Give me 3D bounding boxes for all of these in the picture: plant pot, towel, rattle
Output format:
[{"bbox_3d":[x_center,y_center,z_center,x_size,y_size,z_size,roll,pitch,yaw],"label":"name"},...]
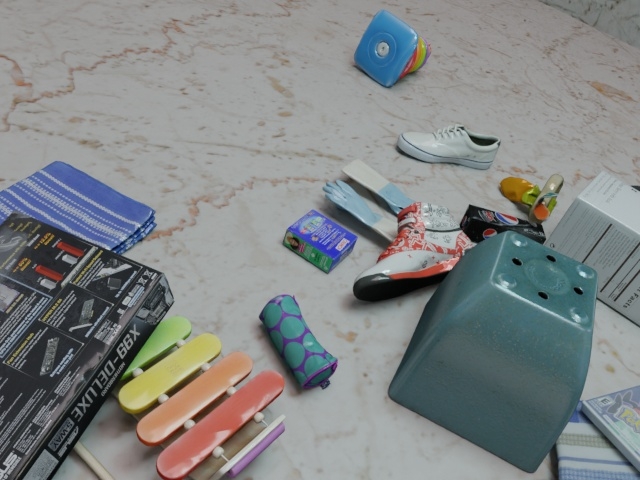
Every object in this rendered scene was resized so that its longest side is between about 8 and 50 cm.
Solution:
[{"bbox_3d":[0.288,0.139,0.922,0.247,0.252,0.248,27,41,9],"label":"plant pot"},{"bbox_3d":[0.444,0.332,0.856,0.209,0.034,0.285,0,27,15],"label":"towel"},{"bbox_3d":[0.457,-0.105,1.343,0.143,0.130,0.199,45,34,15],"label":"rattle"},{"bbox_3d":[-0.458,-0.011,0.973,0.243,0.040,0.336,28,41,13],"label":"towel"}]

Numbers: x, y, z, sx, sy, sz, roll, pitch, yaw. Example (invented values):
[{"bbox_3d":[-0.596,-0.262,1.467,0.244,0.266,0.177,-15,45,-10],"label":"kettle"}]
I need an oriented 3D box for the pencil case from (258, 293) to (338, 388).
[{"bbox_3d":[-0.034,0.153,0.928,0.070,0.065,0.152,-24,55,-20],"label":"pencil case"}]

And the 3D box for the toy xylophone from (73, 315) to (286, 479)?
[{"bbox_3d":[-0.211,0.203,0.792,0.322,0.081,0.236,31,42,15],"label":"toy xylophone"}]

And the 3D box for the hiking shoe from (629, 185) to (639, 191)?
[{"bbox_3d":[0.792,-0.052,1.458,0.114,0.086,0.227,-9,46,-30],"label":"hiking shoe"}]

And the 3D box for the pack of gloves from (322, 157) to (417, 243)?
[{"bbox_3d":[0.119,-0.064,1.265,0.232,0.046,0.195,36,36,11],"label":"pack of gloves"}]

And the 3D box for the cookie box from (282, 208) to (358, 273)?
[{"bbox_3d":[0.000,0.000,1.132,0.107,0.040,0.092,33,42,17],"label":"cookie box"}]

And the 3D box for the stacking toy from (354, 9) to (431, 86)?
[{"bbox_3d":[0.256,-0.560,1.804,0.166,0.175,0.301,43,32,19],"label":"stacking toy"}]

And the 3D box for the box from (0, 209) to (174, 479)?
[{"bbox_3d":[-0.366,0.131,0.735,0.242,0.077,0.308,20,57,13],"label":"box"}]

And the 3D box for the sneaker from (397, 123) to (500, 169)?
[{"bbox_3d":[0.317,-0.245,1.490,0.258,0.091,0.094,6,42,-15],"label":"sneaker"}]

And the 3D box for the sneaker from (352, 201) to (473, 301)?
[{"bbox_3d":[0.152,0.015,1.103,0.270,0.090,0.145,-12,65,-27],"label":"sneaker"}]

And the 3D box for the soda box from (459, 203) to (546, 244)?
[{"bbox_3d":[0.385,-0.020,1.285,0.168,0.060,0.053,15,37,-4],"label":"soda box"}]

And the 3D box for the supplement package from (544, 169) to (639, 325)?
[{"bbox_3d":[0.639,0.023,1.244,0.293,0.175,0.177,37,42,20],"label":"supplement package"}]

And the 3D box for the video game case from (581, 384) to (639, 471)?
[{"bbox_3d":[0.519,0.279,0.878,0.183,0.023,0.201,-12,25,-9],"label":"video game case"}]
